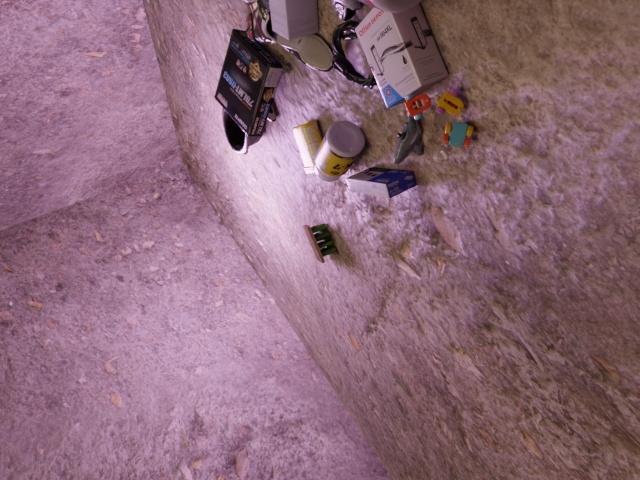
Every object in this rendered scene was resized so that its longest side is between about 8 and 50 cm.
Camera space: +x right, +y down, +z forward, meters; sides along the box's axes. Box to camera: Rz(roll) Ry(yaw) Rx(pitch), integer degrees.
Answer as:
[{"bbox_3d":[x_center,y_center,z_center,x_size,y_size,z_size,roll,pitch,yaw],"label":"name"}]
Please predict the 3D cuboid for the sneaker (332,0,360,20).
[{"bbox_3d":[0.032,-0.619,1.204,0.132,0.086,0.228,58,-179,-39],"label":"sneaker"}]

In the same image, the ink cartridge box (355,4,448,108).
[{"bbox_3d":[0.176,-0.424,1.073,0.203,0.086,0.148,65,159,-4],"label":"ink cartridge box"}]

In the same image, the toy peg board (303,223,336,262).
[{"bbox_3d":[0.000,0.000,2.006,0.160,0.079,0.161,-154,41,-82],"label":"toy peg board"}]

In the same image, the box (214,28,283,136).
[{"bbox_3d":[-0.280,-0.597,1.824,0.295,0.073,0.293,51,131,30],"label":"box"}]

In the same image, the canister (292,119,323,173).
[{"bbox_3d":[-0.031,-0.328,1.687,0.126,0.073,0.169,11,123,64],"label":"canister"}]

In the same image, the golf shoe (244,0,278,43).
[{"bbox_3d":[-0.190,-0.775,1.551,0.120,0.105,0.272,31,150,30],"label":"golf shoe"}]

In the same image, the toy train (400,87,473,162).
[{"bbox_3d":[0.257,-0.261,1.046,0.166,0.125,0.046,59,-163,-10],"label":"toy train"}]

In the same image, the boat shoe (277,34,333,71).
[{"bbox_3d":[-0.032,-0.569,1.443,0.233,0.084,0.079,42,-171,31],"label":"boat shoe"}]

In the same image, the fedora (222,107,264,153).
[{"bbox_3d":[-0.329,-0.512,2.099,0.243,0.124,0.275,51,148,28],"label":"fedora"}]

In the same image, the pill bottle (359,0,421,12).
[{"bbox_3d":[0.058,-0.605,0.948,0.363,0.210,0.210,43,151,36],"label":"pill bottle"}]

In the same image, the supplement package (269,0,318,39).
[{"bbox_3d":[-0.079,-0.681,1.353,0.105,0.105,0.179,48,154,39],"label":"supplement package"}]

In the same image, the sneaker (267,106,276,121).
[{"bbox_3d":[-0.207,-0.527,1.918,0.109,0.040,0.044,63,157,1],"label":"sneaker"}]

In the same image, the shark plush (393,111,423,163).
[{"bbox_3d":[0.218,-0.260,1.184,0.073,0.067,0.161,54,157,25],"label":"shark plush"}]

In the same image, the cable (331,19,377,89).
[{"bbox_3d":[0.102,-0.479,1.248,0.184,0.047,0.150,46,146,19],"label":"cable"}]

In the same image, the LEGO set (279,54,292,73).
[{"bbox_3d":[-0.117,-0.605,1.654,0.054,0.024,0.083,142,114,-66],"label":"LEGO set"}]

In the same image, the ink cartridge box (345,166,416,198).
[{"bbox_3d":[0.168,-0.168,1.365,0.207,0.097,0.046,22,133,60],"label":"ink cartridge box"}]

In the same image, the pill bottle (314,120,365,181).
[{"bbox_3d":[0.051,-0.270,1.494,0.119,0.119,0.208,61,159,9],"label":"pill bottle"}]
